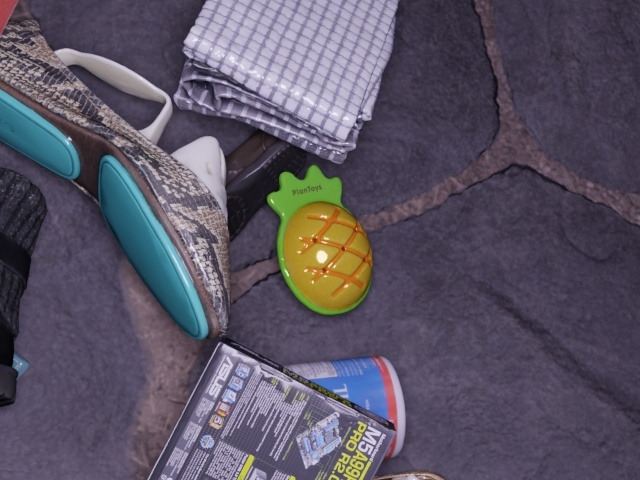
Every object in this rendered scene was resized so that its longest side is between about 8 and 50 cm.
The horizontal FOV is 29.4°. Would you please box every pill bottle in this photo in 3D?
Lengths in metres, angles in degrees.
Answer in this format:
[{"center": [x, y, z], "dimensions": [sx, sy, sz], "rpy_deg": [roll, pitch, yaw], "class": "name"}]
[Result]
[{"center": [-0.022, 0.206, 1.421], "dimensions": [0.222, 0.124, 0.124], "rpy_deg": [-5, 77, -14], "class": "pill bottle"}]

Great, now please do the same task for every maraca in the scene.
[{"center": [0.000, 0.000, 1.491], "dimensions": [0.127, 0.099, 0.185], "rpy_deg": [-15, 86, -33], "class": "maraca"}]

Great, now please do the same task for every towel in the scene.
[{"center": [-0.038, -0.235, 1.501], "dimensions": [0.235, 0.121, 0.283], "rpy_deg": [25, 46, -8], "class": "towel"}]

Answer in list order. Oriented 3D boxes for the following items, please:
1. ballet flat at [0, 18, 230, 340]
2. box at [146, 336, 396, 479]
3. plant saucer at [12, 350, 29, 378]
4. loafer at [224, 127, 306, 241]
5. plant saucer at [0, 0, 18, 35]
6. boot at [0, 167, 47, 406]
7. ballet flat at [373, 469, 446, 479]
[{"center": [-0.224, -0.101, 1.397], "dimensions": [0.483, 0.164, 0.182], "rpy_deg": [42, 60, 17], "class": "ballet flat"}, {"center": [-0.074, 0.272, 1.321], "dimensions": [0.216, 0.060, 0.270], "rpy_deg": [27, 90, -2], "class": "box"}, {"center": [-0.428, 0.105, 1.400], "dimensions": [0.192, 0.018, 0.067], "rpy_deg": [40, 70, -3], "class": "plant saucer"}, {"center": [-0.117, -0.060, 1.502], "dimensions": [0.220, 0.080, 0.078], "rpy_deg": [-38, 49, -16], "class": "loafer"}, {"center": [-0.473, -0.286, 1.407], "dimensions": [0.258, 0.047, 0.259], "rpy_deg": [13, 69, 22], "class": "plant saucer"}, {"center": [-0.428, 0.016, 1.274], "dimensions": [0.131, 0.348, 0.260], "rpy_deg": [-4, 69, 21], "class": "boot"}, {"center": [0.061, 0.309, 1.446], "dimensions": [0.206, 0.067, 0.073], "rpy_deg": [-11, 81, -16], "class": "ballet flat"}]
